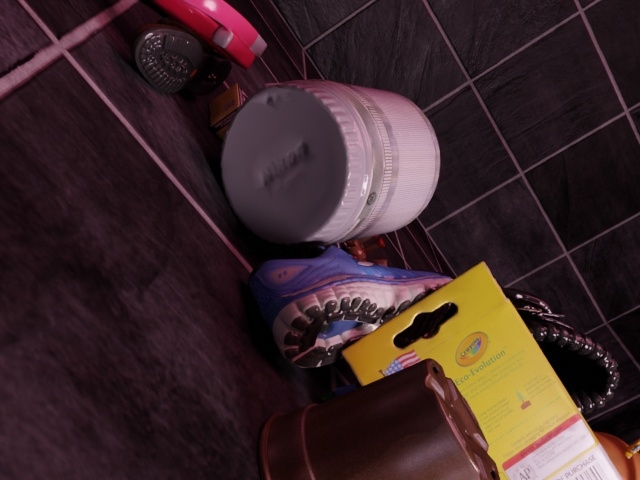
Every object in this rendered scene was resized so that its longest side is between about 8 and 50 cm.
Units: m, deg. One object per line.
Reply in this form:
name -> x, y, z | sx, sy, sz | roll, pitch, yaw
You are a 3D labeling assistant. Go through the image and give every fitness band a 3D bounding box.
fitness band -> -0.190, -0.337, 0.963 | 0.209, 0.054, 0.291 | 33, 5, 5

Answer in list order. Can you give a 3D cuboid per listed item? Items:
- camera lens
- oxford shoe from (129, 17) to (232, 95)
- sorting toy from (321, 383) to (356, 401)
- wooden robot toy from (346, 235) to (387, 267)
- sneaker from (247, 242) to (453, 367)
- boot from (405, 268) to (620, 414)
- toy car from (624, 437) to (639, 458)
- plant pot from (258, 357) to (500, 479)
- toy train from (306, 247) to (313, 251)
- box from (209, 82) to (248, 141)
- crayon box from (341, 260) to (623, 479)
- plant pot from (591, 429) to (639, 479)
camera lens -> 0.025, -0.106, 0.911 | 0.274, 0.219, 0.219 | -13, 71, -57
oxford shoe -> -0.202, -0.250, 0.866 | 0.096, 0.083, 0.227 | 43, 10, 3
sorting toy -> 0.027, 0.201, 0.760 | 0.102, 0.042, 0.061 | 48, 28, -82
wooden robot toy -> 0.075, 0.011, 1.284 | 0.173, 0.076, 0.079 | 56, 24, -11
sneaker -> 0.050, 0.060, 0.816 | 0.330, 0.129, 0.147 | 7, 30, -47
boot -> 0.223, 0.141, 0.962 | 0.260, 0.348, 0.131 | -92, -176, -76
toy car -> 0.366, 0.260, 0.847 | 0.122, 0.040, 0.060 | -10, 51, -30
plant pot -> 0.059, 0.197, 0.591 | 0.167, 0.165, 0.167 | 53, 13, -19
toy train -> 0.000, 0.000, 1.123 | 0.036, 0.027, 0.158 | 50, 12, 12
box -> -0.083, -0.132, 1.040 | 0.232, 0.058, 0.087 | 50, 16, -34
crayon box -> 0.185, 0.208, 0.763 | 0.318, 0.202, 0.081 | 59, -6, 1
plant pot -> 0.302, 0.362, 0.931 | 0.203, 0.291, 0.291 | 40, 15, -4
